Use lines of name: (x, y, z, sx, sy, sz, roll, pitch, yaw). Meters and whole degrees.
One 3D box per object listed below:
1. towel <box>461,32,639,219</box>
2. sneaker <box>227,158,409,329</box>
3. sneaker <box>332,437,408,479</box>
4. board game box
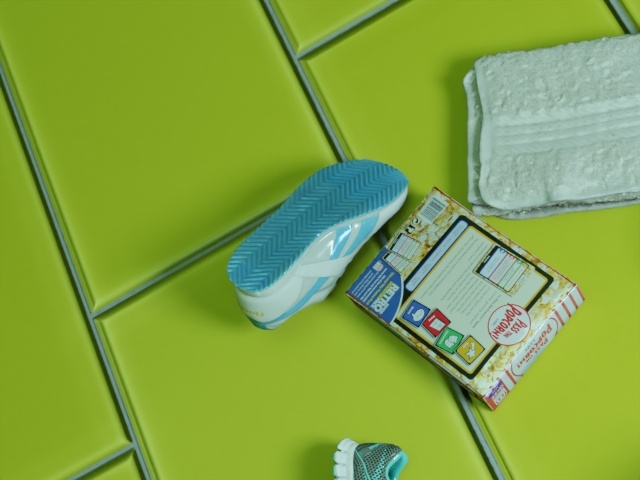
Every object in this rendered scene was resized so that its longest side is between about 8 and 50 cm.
towel: (0.284, -0.122, 1.609, 0.282, 0.049, 0.187, -8, 65, 18)
sneaker: (0.000, 0.000, 1.651, 0.228, 0.092, 0.087, -37, 54, -20)
sneaker: (0.054, 0.267, 1.519, 0.076, 0.065, 0.167, -8, 66, 14)
board game box: (0.143, 0.056, 1.586, 0.193, 0.045, 0.147, 38, 84, 31)
